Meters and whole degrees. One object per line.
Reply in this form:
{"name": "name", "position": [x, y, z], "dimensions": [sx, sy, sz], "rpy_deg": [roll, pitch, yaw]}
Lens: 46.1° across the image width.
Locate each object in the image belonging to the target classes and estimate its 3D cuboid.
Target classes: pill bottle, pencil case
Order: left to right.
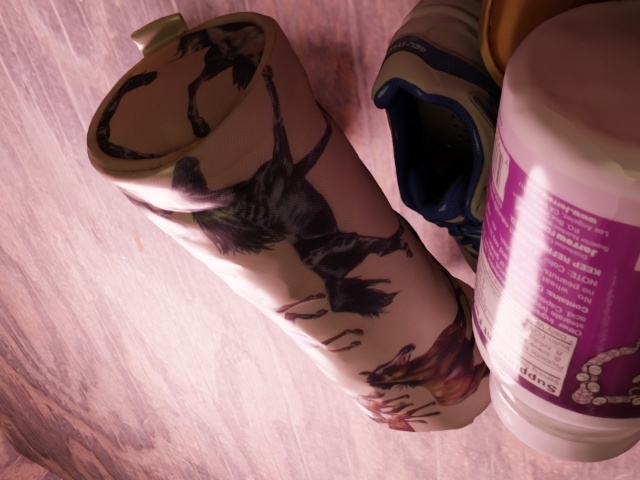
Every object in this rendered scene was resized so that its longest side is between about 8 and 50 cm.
{"name": "pencil case", "position": [0.000, 0.000, 0.622], "dimensions": [0.410, 0.160, 0.183], "rpy_deg": [47, -174, -37]}
{"name": "pill bottle", "position": [0.189, 0.017, 0.492], "dimensions": [0.169, 0.169, 0.301], "rpy_deg": [21, 141, 24]}

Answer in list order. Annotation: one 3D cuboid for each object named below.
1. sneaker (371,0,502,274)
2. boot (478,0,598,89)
{"name": "sneaker", "position": [0.114, -0.039, 0.604], "dimensions": [0.112, 0.131, 0.296], "rpy_deg": [-1, 129, 40]}
{"name": "boot", "position": [0.168, -0.168, 0.469], "dimensions": [0.152, 0.073, 0.197], "rpy_deg": [-14, 122, 43]}
